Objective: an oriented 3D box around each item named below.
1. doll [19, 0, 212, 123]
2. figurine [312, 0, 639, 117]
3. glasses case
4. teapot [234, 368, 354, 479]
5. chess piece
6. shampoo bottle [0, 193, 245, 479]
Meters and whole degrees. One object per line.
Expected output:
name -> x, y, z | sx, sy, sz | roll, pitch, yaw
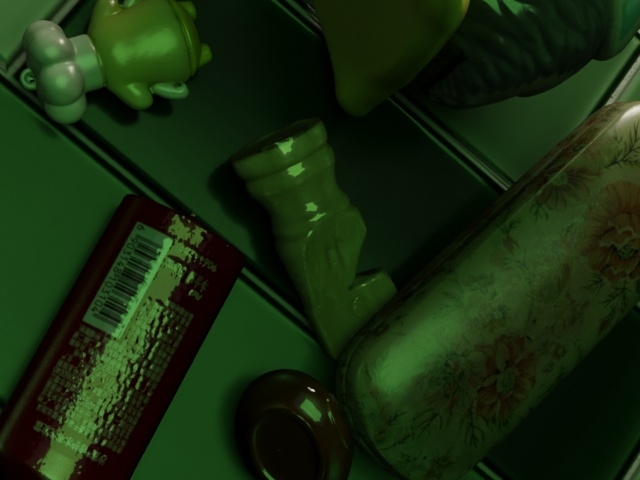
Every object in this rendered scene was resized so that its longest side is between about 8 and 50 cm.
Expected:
doll -> -0.175, -0.156, 1.156 | 0.162, 0.062, 0.106 | -18, 84, -20
figurine -> 0.181, -0.307, 1.195 | 0.377, 0.266, 0.362 | -11, 94, -24
glasses case -> 0.189, 0.040, 1.220 | 0.425, 0.098, 0.156 | -42, 110, -18
teapot -> -0.017, 0.167, 1.159 | 0.098, 0.078, 0.129 | -20, 101, 21
chess piece -> 0.000, 0.000, 1.188 | 0.090, 0.090, 0.200 | -28, 103, -19
shampoo bottle -> -0.179, 0.119, 1.107 | 0.118, 0.076, 0.314 | 30, 75, -13
